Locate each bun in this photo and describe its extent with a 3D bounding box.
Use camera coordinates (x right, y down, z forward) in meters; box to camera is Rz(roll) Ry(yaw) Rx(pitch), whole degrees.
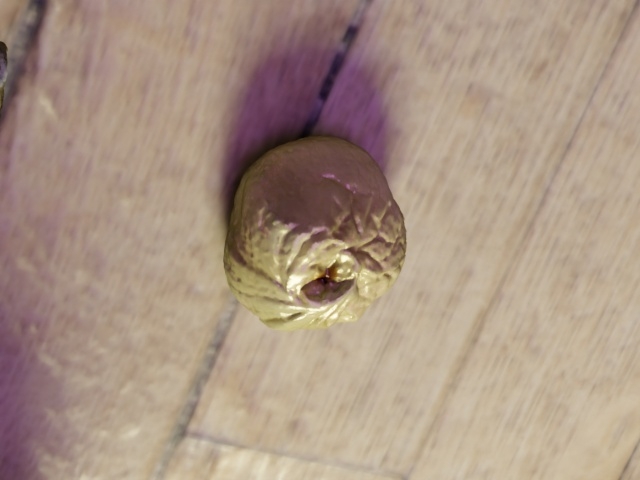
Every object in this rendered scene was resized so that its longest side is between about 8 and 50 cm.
[{"bbox_3d":[0.000,0.000,0.972,0.115,0.069,0.115,-11,117,-22],"label":"bun"}]

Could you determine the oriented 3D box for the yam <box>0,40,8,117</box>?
[{"bbox_3d":[-0.220,-0.070,0.847,0.132,0.054,0.054,-7,117,-21],"label":"yam"}]
